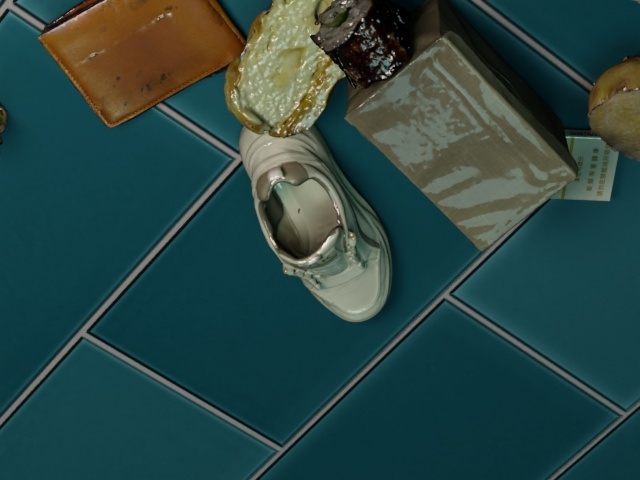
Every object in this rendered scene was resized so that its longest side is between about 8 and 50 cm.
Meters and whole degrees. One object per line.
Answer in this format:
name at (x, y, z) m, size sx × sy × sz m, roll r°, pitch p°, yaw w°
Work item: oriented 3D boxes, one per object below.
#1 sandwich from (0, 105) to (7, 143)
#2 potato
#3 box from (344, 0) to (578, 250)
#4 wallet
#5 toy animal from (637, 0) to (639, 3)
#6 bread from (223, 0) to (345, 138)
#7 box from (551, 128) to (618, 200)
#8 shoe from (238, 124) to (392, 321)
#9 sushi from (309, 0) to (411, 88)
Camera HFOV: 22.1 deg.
sandwich at (-0.430, -0.201, 1.834) m, size 0.144 × 0.117 × 0.187 m, roll -1°, pitch 122°, yaw -6°
potato at (0.367, -0.165, 1.932) m, size 0.101 × 0.089 × 0.172 m, roll -3°, pitch 152°, yaw 13°
box at (0.160, -0.138, 1.869) m, size 0.155 × 0.149 × 0.231 m, roll -40°, pitch 110°, yaw 20°
wallet at (-0.202, -0.229, 1.873) m, size 0.195 × 0.042 × 0.161 m, roll -29°, pitch 127°, yaw 11°
toy animal at (0.295, -0.334, 1.727) m, size 0.357 × 0.258 × 0.193 m, roll 6°, pitch 98°, yaw 9°
bread at (-0.024, -0.226, 1.858) m, size 0.128 × 0.088 × 0.232 m, roll 21°, pitch 111°, yaw -26°
box at (0.275, -0.094, 1.995) m, size 0.167 × 0.024 × 0.090 m, roll 2°, pitch 122°, yaw -3°
shoe at (0.000, 0.000, 1.967) m, size 0.124 × 0.159 × 0.316 m, roll -25°, pitch 119°, yaw 12°
sushi at (0.049, -0.224, 1.783) m, size 0.098 × 0.094 × 0.084 m, roll -41°, pitch 118°, yaw 11°
